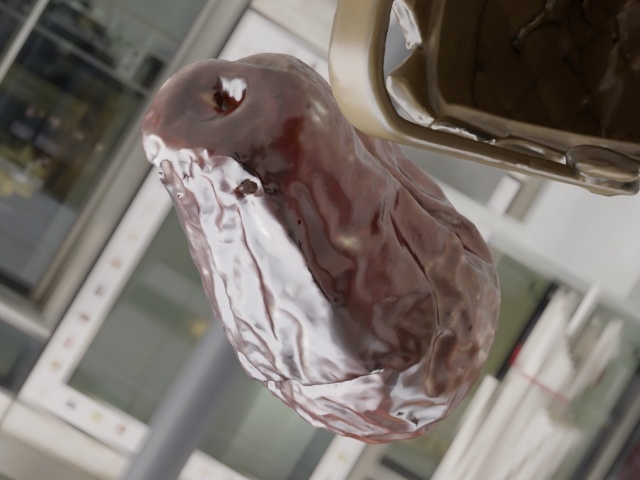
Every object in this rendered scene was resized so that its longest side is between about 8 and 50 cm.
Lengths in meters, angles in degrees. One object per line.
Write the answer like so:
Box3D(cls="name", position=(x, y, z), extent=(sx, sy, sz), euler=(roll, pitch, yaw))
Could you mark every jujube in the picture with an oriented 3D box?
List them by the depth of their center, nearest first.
Box3D(cls="jujube", position=(0.000, 0.000, 1.300), extent=(0.216, 0.216, 0.342), euler=(32, 166, 49))

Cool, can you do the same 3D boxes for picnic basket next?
Box3D(cls="picnic basket", position=(0.147, -0.150, 0.862), extent=(0.321, 0.254, 0.291), euler=(11, -178, -40))
